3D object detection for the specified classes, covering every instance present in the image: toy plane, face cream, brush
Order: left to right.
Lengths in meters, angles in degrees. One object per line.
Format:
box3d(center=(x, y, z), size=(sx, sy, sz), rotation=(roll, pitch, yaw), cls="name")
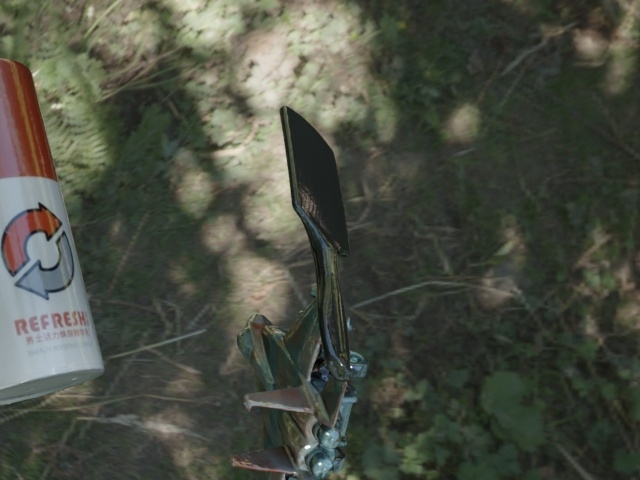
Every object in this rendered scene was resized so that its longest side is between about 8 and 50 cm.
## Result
box3d(center=(-0.213, -0.004, 0.774), size=(0.095, 0.096, 0.214), rotation=(-11, 79, -26), cls="face cream")
box3d(center=(-0.024, 0.123, 1.029), size=(0.104, 0.326, 0.223), rotation=(12, 104, -7), cls="toy plane")
box3d(center=(0.000, 0.000, 0.704), size=(0.063, 0.016, 0.193), rotation=(41, 29, -42), cls="brush")
